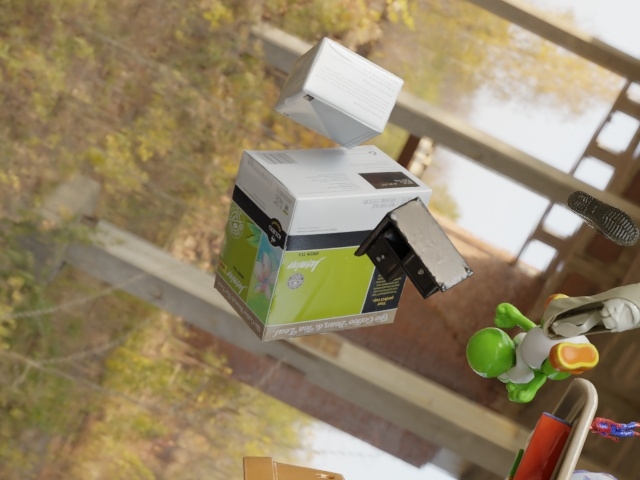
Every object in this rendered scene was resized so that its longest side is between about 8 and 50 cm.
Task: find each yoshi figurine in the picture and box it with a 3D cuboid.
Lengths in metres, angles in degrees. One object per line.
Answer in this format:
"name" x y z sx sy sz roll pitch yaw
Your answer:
"yoshi figurine" 0.430 0.234 2.354 0.203 0.203 0.362 -39 177 -24

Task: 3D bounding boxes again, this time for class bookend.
"bookend" 0.150 0.036 1.812 0.072 0.156 0.157 -28 168 -30

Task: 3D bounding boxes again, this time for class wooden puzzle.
"wooden puzzle" 0.273 0.389 1.515 0.322 0.081 0.347 94 17 -61

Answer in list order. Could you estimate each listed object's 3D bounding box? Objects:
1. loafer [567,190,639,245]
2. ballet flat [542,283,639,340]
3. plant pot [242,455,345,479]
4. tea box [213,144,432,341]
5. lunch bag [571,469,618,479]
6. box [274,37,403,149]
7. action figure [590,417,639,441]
"loafer" 0.521 -0.040 2.013 0.056 0.148 0.050 -50 157 2
"ballet flat" 0.496 0.134 1.934 0.248 0.086 0.086 -17 -143 44
"plant pot" -0.049 0.572 2.189 0.291 0.204 0.290 178 -90 -86
"tea box" 0.000 0.000 2.195 0.220 0.329 0.323 42 -54 45
"lunch bag" 0.407 0.566 1.860 0.386 0.238 0.328 -30 -168 -2
"box" 0.033 -0.280 2.121 0.119 0.182 0.181 -67 -164 -13
"action figure" 0.516 0.331 1.922 0.030 0.115 0.038 -77 173 -55
